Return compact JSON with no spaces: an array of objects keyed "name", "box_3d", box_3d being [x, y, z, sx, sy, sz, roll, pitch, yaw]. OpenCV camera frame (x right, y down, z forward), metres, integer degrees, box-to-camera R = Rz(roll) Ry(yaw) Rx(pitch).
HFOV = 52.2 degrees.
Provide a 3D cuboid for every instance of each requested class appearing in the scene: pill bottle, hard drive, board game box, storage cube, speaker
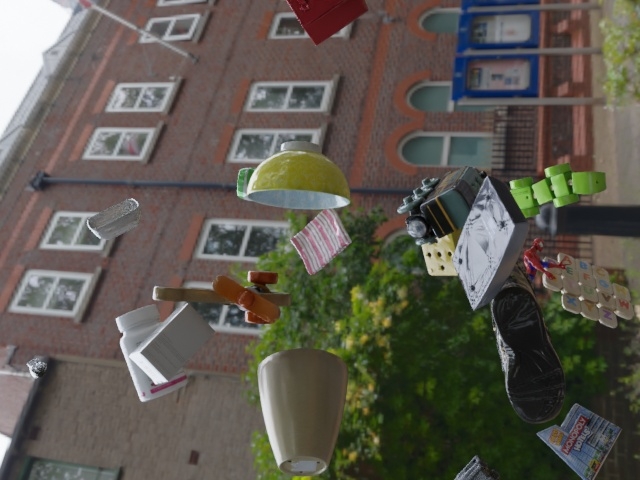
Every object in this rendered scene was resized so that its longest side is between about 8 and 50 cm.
[{"name":"pill bottle","box_3d":[-0.551,0.362,2.118,0.283,0.160,0.160,69,-165,4]},{"name":"hard drive","box_3d":[0.359,0.008,1.390,0.172,0.054,0.254,-104,19,-45]},{"name":"board game box","box_3d":[0.768,0.596,1.969,0.194,0.194,0.060,-58,-33,-6]},{"name":"storage cube","box_3d":[0.004,-0.713,1.885,0.183,0.193,0.215,60,-169,5]},{"name":"speaker","box_3d":[-0.154,-0.199,2.427,0.131,0.297,0.131,6,-90,-89]}]

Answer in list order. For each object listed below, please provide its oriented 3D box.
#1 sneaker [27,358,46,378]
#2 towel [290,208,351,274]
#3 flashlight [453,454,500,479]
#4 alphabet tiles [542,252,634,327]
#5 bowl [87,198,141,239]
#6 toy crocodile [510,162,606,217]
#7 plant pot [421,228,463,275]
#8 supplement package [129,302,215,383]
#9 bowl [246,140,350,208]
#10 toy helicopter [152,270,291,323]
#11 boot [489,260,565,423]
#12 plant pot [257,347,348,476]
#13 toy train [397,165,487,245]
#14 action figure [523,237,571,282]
[{"name":"sneaker","box_3d":[-0.748,0.347,1.736,0.040,0.109,0.043,-20,-74,-29]},{"name":"towel","box_3d":[0.000,0.000,2.068,0.029,0.197,0.144,-4,-121,-53]},{"name":"flashlight","box_3d":[0.230,0.554,1.215,0.304,0.103,0.103,-49,-4,7]},{"name":"alphabet tiles","box_3d":[0.817,0.144,2.000,0.278,0.284,0.021,-66,-4,-53]},{"name":"bowl","box_3d":[-0.547,-0.052,1.754,0.142,0.142,0.053,30,146,62]},{"name":"toy crocodile","box_3d":[0.637,-0.139,1.841,0.105,0.340,0.115,-13,-94,-33]},{"name":"plant pot","box_3d":[0.445,0.017,2.103,0.187,0.212,0.212,-22,-79,-34]},{"name":"supplement package","box_3d":[-0.375,0.262,1.657,0.105,0.105,0.179,49,-123,-9]},{"name":"bowl","box_3d":[-0.057,-0.187,1.821,0.289,0.289,0.156,29,-117,-73]},{"name":"toy helicopter","box_3d":[-0.243,0.147,1.665,0.235,0.355,0.140,-175,90,-69]},{"name":"boot","box_3d":[0.501,0.232,1.635,0.284,0.138,0.377,-67,-43,-67]},{"name":"plant pot","box_3d":[-0.044,0.472,1.741,0.256,0.256,0.274,76,-171,-48]},{"name":"toy train","box_3d":[0.333,-0.101,1.713,0.142,0.190,0.334,60,-148,-7]},{"name":"action figure","box_3d":[0.643,0.132,1.915,0.091,0.139,0.280,33,-110,-62]}]
